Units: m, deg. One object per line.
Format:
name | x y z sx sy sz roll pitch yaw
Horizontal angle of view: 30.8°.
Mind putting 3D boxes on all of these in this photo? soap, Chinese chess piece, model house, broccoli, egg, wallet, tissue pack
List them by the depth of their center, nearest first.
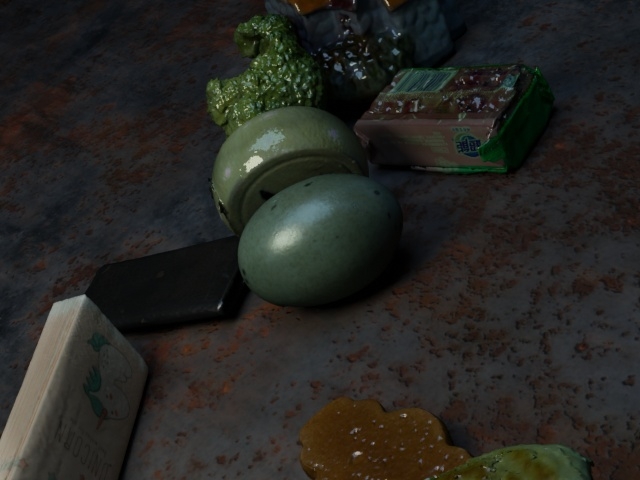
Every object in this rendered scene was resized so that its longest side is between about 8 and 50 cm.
tissue pack | -0.323 0.239 1.512 0.071 0.170 0.325 -20 36 23
egg | 0.000 0.000 1.574 0.236 0.169 0.169 -21 35 11
Chinese chess piece | -0.045 -0.083 1.667 0.237 0.238 0.092 -26 51 6
soap | 0.196 -0.190 1.735 0.273 0.098 0.218 6 48 41
wallet | -0.245 0.076 1.777 0.321 0.044 0.170 -12 37 30
broccoli | -0.114 -0.244 1.900 0.186 0.254 0.302 0 27 -34
model house | 0.030 -0.458 1.974 0.297 0.339 0.360 -32 33 -18

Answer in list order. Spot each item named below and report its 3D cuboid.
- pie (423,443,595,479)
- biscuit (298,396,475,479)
pie | 0.109 0.369 0.999 0.418 0.180 0.395 -31 40 0
biscuit | 0.081 0.267 1.284 0.186 0.044 0.295 -35 35 -12
